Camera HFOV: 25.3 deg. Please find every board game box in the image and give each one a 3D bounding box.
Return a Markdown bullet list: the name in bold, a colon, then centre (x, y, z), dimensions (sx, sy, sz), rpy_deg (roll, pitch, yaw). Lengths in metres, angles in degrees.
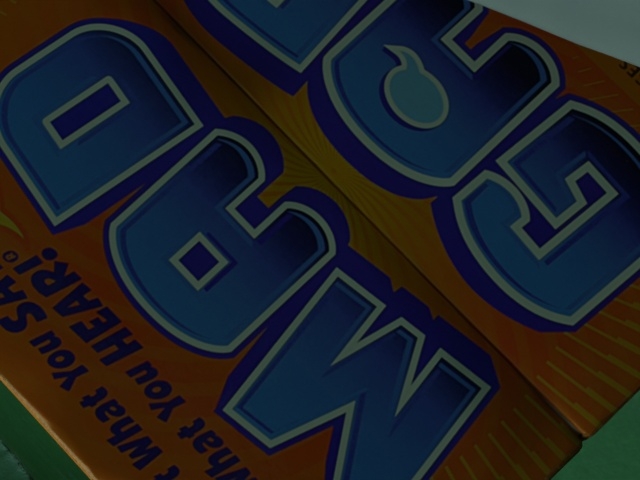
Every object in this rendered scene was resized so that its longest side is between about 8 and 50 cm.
- **board game box**: centre (0.000, 0.000, 0.849), dimensions (0.356, 0.356, 0.356), rpy_deg (46, 173, 8)

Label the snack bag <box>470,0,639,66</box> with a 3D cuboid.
- **snack bag**: centre (0.206, -0.190, 0.560), dimensions (0.342, 0.037, 0.323), rpy_deg (22, 132, -2)
